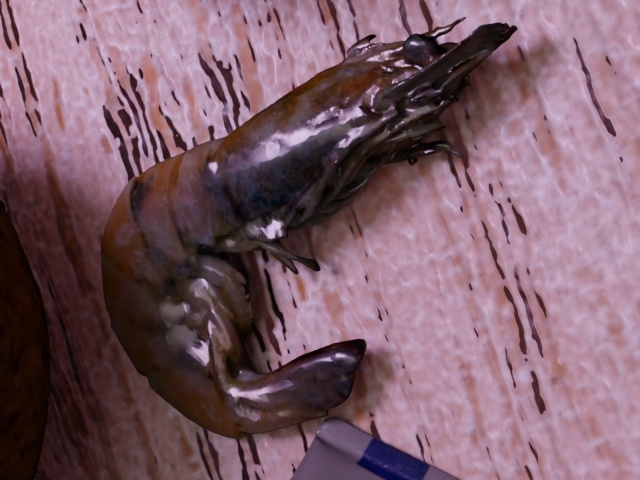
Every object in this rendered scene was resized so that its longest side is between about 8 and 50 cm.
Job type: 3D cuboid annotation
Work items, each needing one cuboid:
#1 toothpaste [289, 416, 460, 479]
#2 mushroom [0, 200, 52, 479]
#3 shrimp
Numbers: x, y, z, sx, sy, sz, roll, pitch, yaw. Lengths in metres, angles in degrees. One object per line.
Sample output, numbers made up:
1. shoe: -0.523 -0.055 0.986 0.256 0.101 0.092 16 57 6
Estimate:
1. toothpaste: -0.025 0.211 0.790 0.096 0.061 0.266 25 62 21
2. mushroom: -0.328 0.056 0.868 0.334 0.356 0.331 30 93 49
3. shrimp: 0.000 0.000 0.846 0.296 0.058 0.169 -30 84 29
